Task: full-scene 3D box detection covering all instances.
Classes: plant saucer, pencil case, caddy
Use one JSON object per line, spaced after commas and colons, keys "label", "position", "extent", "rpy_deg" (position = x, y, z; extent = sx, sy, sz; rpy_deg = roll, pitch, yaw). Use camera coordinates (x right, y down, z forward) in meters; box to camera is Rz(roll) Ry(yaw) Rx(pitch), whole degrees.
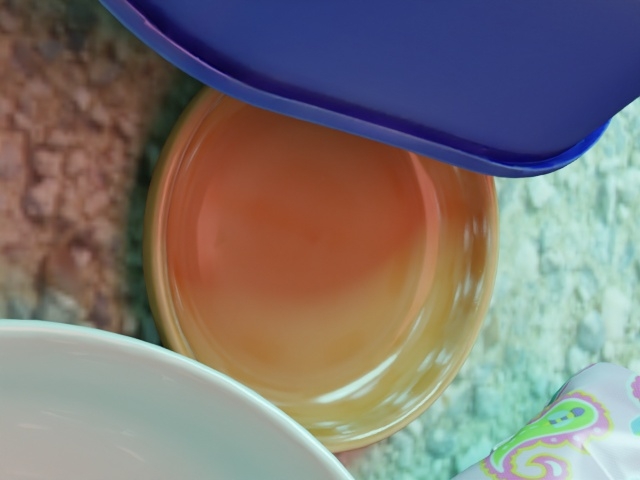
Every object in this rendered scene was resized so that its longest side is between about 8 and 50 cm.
{"label": "plant saucer", "position": [0.000, 0.000, 0.729], "extent": [0.200, 0.037, 0.200], "rpy_deg": [-3, 95, -34]}
{"label": "pencil case", "position": [0.082, 0.171, 0.751], "extent": [0.284, 0.124, 0.124], "rpy_deg": [-34, 111, -29]}
{"label": "caddy", "position": [0.030, -0.162, 0.649], "extent": [0.341, 0.179, 0.241], "rpy_deg": [15, 55, -35]}

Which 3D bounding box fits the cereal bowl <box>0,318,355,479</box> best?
{"label": "cereal bowl", "position": [-0.119, 0.208, 0.560], "extent": [0.339, 0.141, 0.339], "rpy_deg": [6, 70, -18]}
